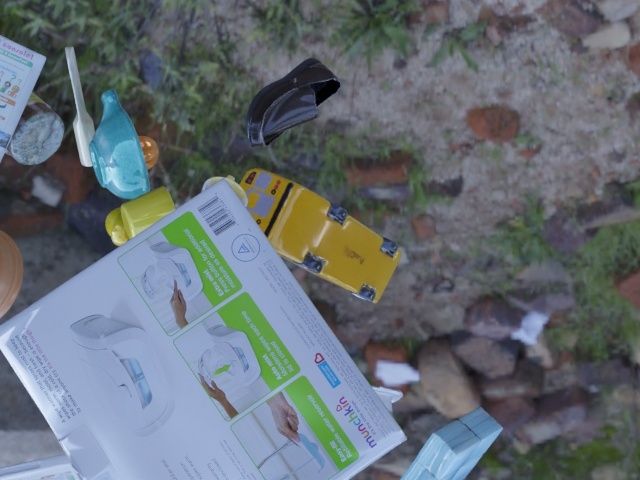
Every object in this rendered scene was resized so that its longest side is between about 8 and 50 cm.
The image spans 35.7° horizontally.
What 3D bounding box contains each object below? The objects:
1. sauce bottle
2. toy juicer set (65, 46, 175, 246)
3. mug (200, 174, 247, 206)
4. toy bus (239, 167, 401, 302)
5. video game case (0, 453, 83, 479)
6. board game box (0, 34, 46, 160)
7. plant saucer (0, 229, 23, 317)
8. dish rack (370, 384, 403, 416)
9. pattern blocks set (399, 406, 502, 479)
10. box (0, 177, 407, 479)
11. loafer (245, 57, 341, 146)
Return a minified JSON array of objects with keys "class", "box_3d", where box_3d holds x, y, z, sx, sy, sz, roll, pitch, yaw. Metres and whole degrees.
[{"class":"sauce bottle","box_3d":[-0.590,-0.261,1.729,0.344,0.111,0.111,36,140,24]},{"class":"toy juicer set","box_3d":[-0.273,-0.096,1.406,0.090,0.329,0.209,-18,151,-20]},{"class":"mug","box_3d":[-0.133,-0.044,1.329,0.062,0.078,0.064,47,133,13]},{"class":"toy bus","box_3d":[0.000,0.000,1.591,0.130,0.108,0.333,23,176,35]},{"class":"video game case","box_3d":[-0.539,0.465,1.830,0.207,0.026,0.227,-11,147,-7]},{"class":"board game box","box_3d":[-0.583,-0.190,1.510,0.224,0.097,0.303,25,89,-21]},{"class":"plant saucer","box_3d":[-0.622,0.064,1.751,0.200,0.199,0.037,-7,161,12]},{"class":"dish rack","box_3d":[-0.075,0.247,1.323,0.286,0.072,0.333,-20,154,32]},{"class":"pattern blocks set","box_3d":[-0.021,0.232,0.560,0.026,0.285,0.324,44,136,25]},{"class":"box","box_3d":[-0.099,0.124,0.837,0.231,0.262,0.127,-35,173,-7]},{"class":"loafer","box_3d":[-0.042,-0.227,1.639,0.078,0.220,0.080,23,144,26]}]
